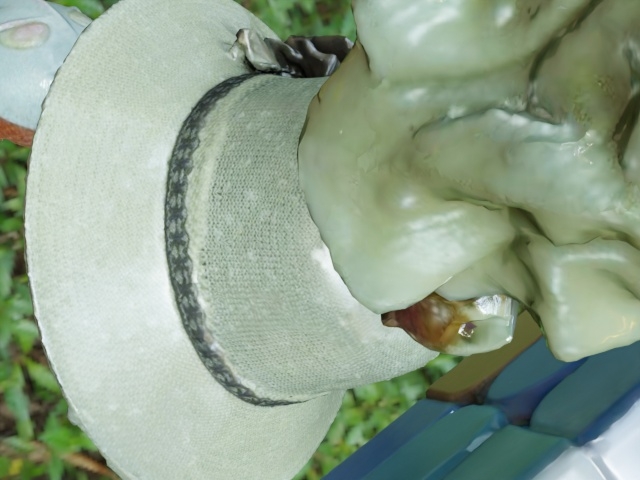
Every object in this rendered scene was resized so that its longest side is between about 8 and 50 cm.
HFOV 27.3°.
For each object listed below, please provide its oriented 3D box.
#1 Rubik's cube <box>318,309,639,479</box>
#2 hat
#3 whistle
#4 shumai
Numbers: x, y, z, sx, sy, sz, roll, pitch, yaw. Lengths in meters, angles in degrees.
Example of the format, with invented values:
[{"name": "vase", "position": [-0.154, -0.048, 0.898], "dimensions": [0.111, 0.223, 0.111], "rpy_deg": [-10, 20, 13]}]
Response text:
[{"name": "Rubik's cube", "position": [0.241, 0.199, 0.796], "dimensions": [0.347, 0.346, 0.344], "rpy_deg": [53, -9, -1]}, {"name": "hat", "position": [0.000, 0.000, 0.609], "dimensions": [0.257, 0.130, 0.257], "rpy_deg": [11, 77, -56]}, {"name": "whistle", "position": [-0.205, -0.107, 1.159], "dimensions": [0.346, 0.134, 0.142], "rpy_deg": [43, 19, 20]}, {"name": "shumai", "position": [0.099, -0.062, 0.443], "dimensions": [0.256, 0.218, 0.189], "rpy_deg": [-52, 130, -71]}]
